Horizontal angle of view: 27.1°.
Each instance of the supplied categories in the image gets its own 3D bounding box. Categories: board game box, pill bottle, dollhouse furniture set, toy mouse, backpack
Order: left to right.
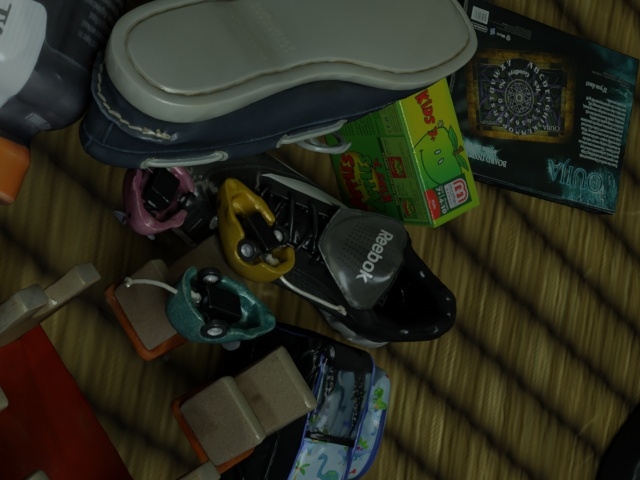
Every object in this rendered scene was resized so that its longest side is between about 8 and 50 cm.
[{"bbox_3d":[-0.163,-0.145,0.693,0.130,0.130,0.245,22,80,-34],"label":"pill bottle"},{"bbox_3d":[-0.116,0.148,0.685,0.259,0.135,0.262,58,33,5],"label":"dollhouse furniture set"},{"bbox_3d":[-0.071,0.007,0.709,0.161,0.031,0.143,54,33,-1],"label":"toy mouse"},{"bbox_3d":[-0.013,0.115,0.830,0.084,0.105,0.114,18,88,-34],"label":"backpack"},{"bbox_3d":[0.036,-0.101,0.859,0.043,0.092,0.181,-26,107,-31],"label":"board game box"},{"bbox_3d":[0.158,-0.096,0.986,0.186,0.026,0.126,13,86,-35],"label":"board game box"}]

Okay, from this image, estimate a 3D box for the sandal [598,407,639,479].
[{"bbox_3d":[0.395,0.100,1.116,0.167,0.107,0.445,48,66,-27],"label":"sandal"}]

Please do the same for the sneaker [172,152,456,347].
[{"bbox_3d":[0.000,0.000,0.831,0.234,0.106,0.078,35,72,-32],"label":"sneaker"}]

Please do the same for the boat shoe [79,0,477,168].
[{"bbox_3d":[-0.017,-0.091,0.729,0.255,0.079,0.095,-24,73,-41],"label":"boat shoe"}]
